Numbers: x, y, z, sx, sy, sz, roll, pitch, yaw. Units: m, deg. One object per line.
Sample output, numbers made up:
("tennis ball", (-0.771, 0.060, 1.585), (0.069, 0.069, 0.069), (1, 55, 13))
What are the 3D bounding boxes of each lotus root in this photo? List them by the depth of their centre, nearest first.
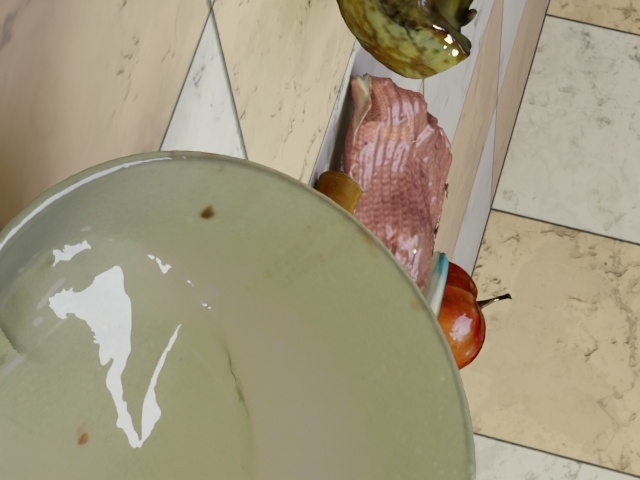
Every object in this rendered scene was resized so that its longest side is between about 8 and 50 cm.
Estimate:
("lotus root", (0.065, -0.267, 1.450), (0.210, 0.142, 0.314), (60, 32, -17))

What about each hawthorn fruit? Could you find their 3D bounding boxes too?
("hawthorn fruit", (0.146, 0.095, 2.209), (0.157, 0.194, 0.157), (168, -90, -86))

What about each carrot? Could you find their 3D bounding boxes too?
("carrot", (0.000, 0.000, 1.665), (0.048, 0.048, 0.139), (89, 18, -56))

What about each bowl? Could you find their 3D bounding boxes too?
("bowl", (-0.075, 0.107, 0.861), (0.145, 0.277, 0.277), (-30, -145, 54))

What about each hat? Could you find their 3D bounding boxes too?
("hat", (0.060, -0.011, 1.810), (0.237, 0.107, 0.286), (32, 65, -55))

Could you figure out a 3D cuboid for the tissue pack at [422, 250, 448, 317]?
("tissue pack", (0.046, 0.153, 1.920), (0.201, 0.124, 0.271), (95, 12, -46))
